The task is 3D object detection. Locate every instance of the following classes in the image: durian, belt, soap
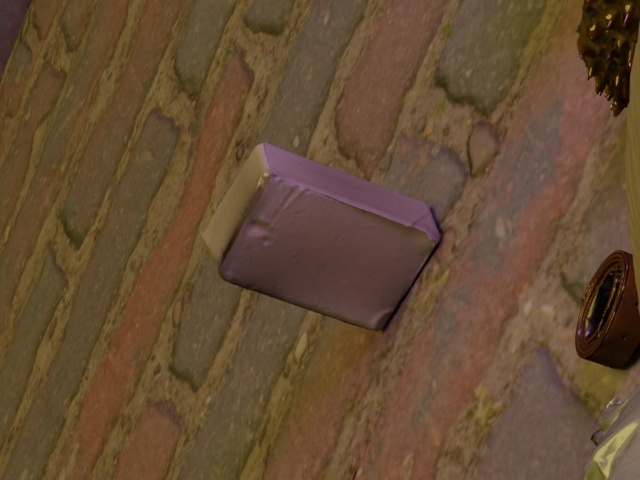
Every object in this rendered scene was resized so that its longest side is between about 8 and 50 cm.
[{"bbox_3d":[0.268,-0.197,1.367,0.139,0.144,0.252,-78,7,-76],"label":"durian"},{"bbox_3d":[0.215,0.050,1.371,0.083,0.036,0.059,-69,18,3],"label":"belt"},{"bbox_3d":[0.000,0.000,1.683,0.121,0.183,0.064,-58,27,25],"label":"soap"}]

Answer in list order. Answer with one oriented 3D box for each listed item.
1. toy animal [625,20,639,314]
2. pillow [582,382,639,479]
[{"bbox_3d":[0.291,0.027,1.126,0.266,0.188,0.308,107,151,-52],"label":"toy animal"},{"bbox_3d":[0.245,0.154,0.891,0.310,0.138,0.283,-6,31,25],"label":"pillow"}]
